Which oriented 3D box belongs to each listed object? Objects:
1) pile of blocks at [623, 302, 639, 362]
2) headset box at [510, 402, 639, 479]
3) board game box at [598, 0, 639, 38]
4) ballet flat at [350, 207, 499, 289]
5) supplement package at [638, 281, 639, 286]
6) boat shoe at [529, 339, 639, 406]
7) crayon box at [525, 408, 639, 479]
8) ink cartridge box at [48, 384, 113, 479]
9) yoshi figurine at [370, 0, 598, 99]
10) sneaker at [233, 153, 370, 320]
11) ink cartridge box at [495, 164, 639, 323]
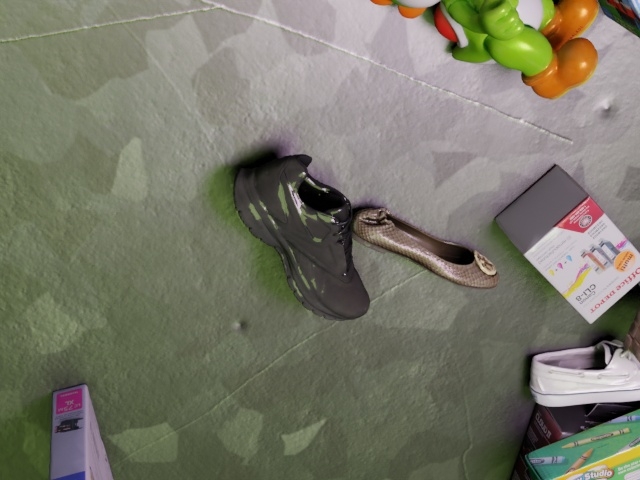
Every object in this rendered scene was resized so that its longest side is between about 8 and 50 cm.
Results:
[{"bbox_3d":[0.623,0.196,1.751,0.362,0.112,0.149,32,107,-24],"label":"pile of blocks"},{"bbox_3d":[0.443,0.393,1.925,0.218,0.110,0.293,8,113,-16],"label":"headset box"},{"bbox_3d":[0.377,-0.366,1.515,0.039,0.160,0.211,-32,118,5],"label":"board game box"},{"bbox_3d":[0.159,0.008,1.695,0.250,0.084,0.058,22,110,-15],"label":"ballet flat"},{"bbox_3d":[0.602,0.123,1.835,0.105,0.105,0.179,-36,118,5],"label":"supplement package"},{"bbox_3d":[0.461,0.203,1.844,0.258,0.095,0.084,-10,116,-6],"label":"boat shoe"},{"bbox_3d":[0.476,0.368,1.812,0.278,0.081,0.165,-21,116,-3],"label":"crayon box"},{"bbox_3d":[-0.330,0.361,1.618,0.065,0.311,0.186,-13,117,-8],"label":"ink cartridge box"},{"bbox_3d":[0.212,-0.346,1.482,0.362,0.203,0.203,26,91,-21],"label":"yoshi figurine"},{"bbox_3d":[0.000,0.000,1.616,0.130,0.109,0.286,-23,123,25],"label":"sneaker"},{"bbox_3d":[0.374,0.006,1.713,0.128,0.127,0.176,-43,118,9],"label":"ink cartridge box"}]
